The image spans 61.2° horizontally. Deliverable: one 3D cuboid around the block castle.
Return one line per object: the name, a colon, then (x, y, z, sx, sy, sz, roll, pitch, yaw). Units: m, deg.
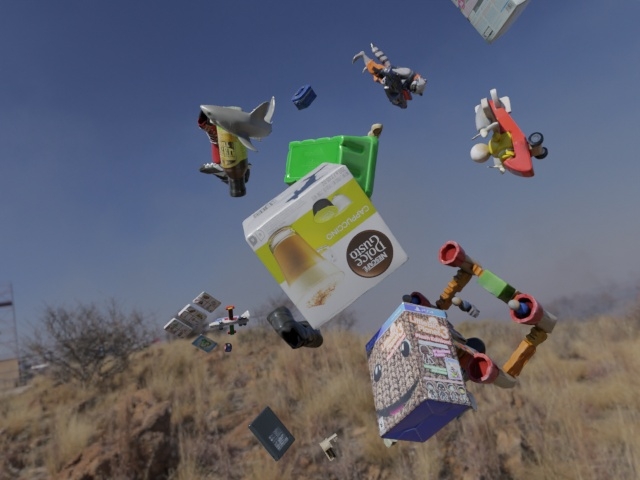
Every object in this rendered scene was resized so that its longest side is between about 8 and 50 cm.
block castle: (0.469, 0.222, 1.698, 0.212, 0.303, 0.453, 27, 11, -31)

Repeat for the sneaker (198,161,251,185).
sneaker: (-0.423, -0.293, 2.413, 0.234, 0.106, 0.078, -1, -1, -12)

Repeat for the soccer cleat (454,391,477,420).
soccer cleat: (0.375, 0.515, 1.634, 0.196, 0.076, 0.068, -26, -37, 8)

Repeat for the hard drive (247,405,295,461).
hard drive: (-0.148, 0.586, 1.647, 0.022, 0.135, 0.094, -40, -1, 41)

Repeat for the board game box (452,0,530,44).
board game box: (0.528, -0.832, 1.766, 0.097, 0.303, 0.224, -37, -5, -13)

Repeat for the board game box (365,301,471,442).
board game box: (0.253, 0.360, 1.479, 0.141, 0.291, 0.232, 14, -47, -20)

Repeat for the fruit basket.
fruit basket: (0.086, -0.258, 2.162, 0.391, 0.283, 0.392, 7, -5, 1)

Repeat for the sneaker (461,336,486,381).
sneaker: (0.485, 0.447, 1.896, 0.340, 0.125, 0.140, -33, -15, -31)

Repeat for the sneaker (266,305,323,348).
sneaker: (-0.083, 0.352, 1.991, 0.109, 0.130, 0.286, -45, -46, 12)

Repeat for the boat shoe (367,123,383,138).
boat shoe: (0.227, -0.437, 2.225, 0.050, 0.045, 0.135, 6, -13, -6)

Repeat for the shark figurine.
shark figurine: (-0.161, -0.320, 1.413, 0.116, 0.166, 0.278, -55, -15, 24)

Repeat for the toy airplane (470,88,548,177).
toy airplane: (0.761, -0.450, 2.339, 0.272, 0.386, 0.384, -34, 12, 16)

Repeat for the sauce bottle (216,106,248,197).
sauce bottle: (-0.335, -0.337, 2.101, 0.111, 0.345, 0.111, -2, 27, 1)

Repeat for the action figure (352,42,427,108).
action figure: (0.307, -0.723, 2.319, 0.330, 0.179, 0.341, 31, -1, 15)

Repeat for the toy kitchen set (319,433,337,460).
toy kitchen set: (0.047, 0.745, 1.942, 0.068, 0.075, 0.083, -33, -4, -12)

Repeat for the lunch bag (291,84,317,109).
lunch bag: (-0.070, -0.567, 2.143, 0.067, 0.098, 0.065, -5, -47, 45)

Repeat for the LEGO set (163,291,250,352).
LEGO set: (-0.343, 0.263, 1.715, 0.182, 0.060, 0.244, -42, -53, 11)

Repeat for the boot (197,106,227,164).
boot: (-0.454, -0.433, 2.254, 0.088, 0.245, 0.176, 15, 18, 24)

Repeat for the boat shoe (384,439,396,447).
boat shoe: (0.245, 0.639, 1.782, 0.043, 0.049, 0.137, -22, -33, -25)

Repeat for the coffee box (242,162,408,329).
coffee box: (0.000, 0.000, 1.616, 0.337, 0.334, 0.338, -36, 13, -3)
